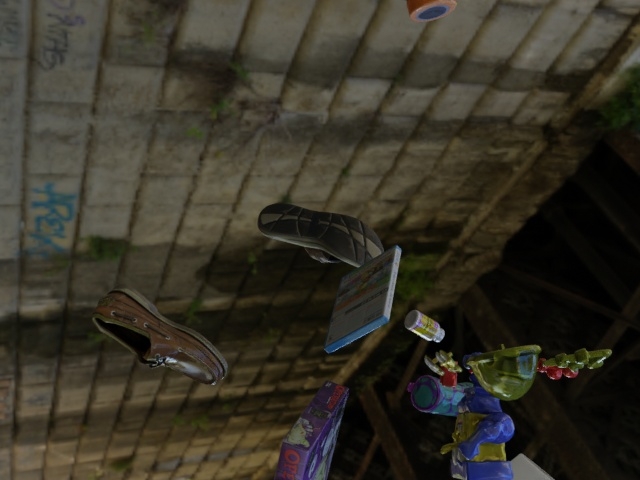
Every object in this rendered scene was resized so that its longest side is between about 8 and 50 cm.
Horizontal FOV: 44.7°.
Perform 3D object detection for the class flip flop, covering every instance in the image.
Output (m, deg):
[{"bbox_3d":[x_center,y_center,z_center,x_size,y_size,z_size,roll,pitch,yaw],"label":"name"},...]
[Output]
[{"bbox_3d":[0.000,0.000,1.634,0.080,0.277,0.112,98,9,-49],"label":"flip flop"}]

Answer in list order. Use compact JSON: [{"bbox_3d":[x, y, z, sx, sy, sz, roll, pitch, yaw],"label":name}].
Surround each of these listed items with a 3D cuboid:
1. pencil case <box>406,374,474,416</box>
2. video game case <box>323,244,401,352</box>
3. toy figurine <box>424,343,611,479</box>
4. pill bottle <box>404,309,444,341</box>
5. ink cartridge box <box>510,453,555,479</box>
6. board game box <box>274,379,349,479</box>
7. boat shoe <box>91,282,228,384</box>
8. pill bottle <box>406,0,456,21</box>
[{"bbox_3d":[0.226,0.280,1.392,0.070,0.151,0.065,27,-85,44],"label":"pencil case"},{"bbox_3d":[0.065,0.087,1.178,0.119,0.015,0.166,-33,-156,32],"label":"video game case"},{"bbox_3d":[0.258,0.267,1.082,0.362,0.191,0.217,113,-18,-77],"label":"toy figurine"},{"bbox_3d":[0.217,0.180,1.613,0.043,0.083,0.043,-43,-151,31],"label":"pill bottle"},{"bbox_3d":[0.384,0.611,1.604,0.117,0.207,0.283,37,-31,43],"label":"ink cartridge box"},{"bbox_3d":[-0.038,0.415,1.214,0.056,0.208,0.347,19,-70,17],"label":"board game box"},{"bbox_3d":[-0.342,0.223,1.639,0.111,0.307,0.104,-53,-176,38],"label":"boat shoe"},{"bbox_3d":[0.177,-0.526,1.408,0.130,0.130,0.246,-24,-103,65],"label":"pill bottle"}]
